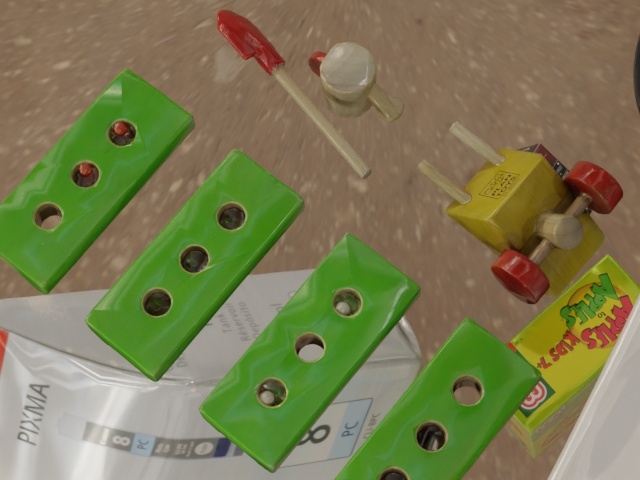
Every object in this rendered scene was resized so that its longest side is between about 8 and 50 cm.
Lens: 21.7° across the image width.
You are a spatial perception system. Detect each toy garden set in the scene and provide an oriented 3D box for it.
[{"bbox_3d":[0.000,0.000,0.787,0.244,0.049,0.204,37,76,14],"label":"toy garden set"}]

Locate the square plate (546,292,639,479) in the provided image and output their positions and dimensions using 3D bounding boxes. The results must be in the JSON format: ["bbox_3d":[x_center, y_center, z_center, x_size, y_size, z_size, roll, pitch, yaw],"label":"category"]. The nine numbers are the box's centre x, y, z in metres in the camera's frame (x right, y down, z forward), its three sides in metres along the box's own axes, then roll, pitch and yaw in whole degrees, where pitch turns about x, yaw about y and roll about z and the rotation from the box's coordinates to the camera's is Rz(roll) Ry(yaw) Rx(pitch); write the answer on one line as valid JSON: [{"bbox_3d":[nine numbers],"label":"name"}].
[{"bbox_3d":[0.228,0.108,0.462,0.344,0.049,0.347,36,116,31],"label":"square plate"}]

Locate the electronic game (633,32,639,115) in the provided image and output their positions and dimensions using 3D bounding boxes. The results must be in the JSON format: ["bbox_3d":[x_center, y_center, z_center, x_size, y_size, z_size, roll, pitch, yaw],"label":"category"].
[{"bbox_3d":[0.332,-0.149,1.224,0.229,0.048,0.229,-12,127,-17],"label":"electronic game"}]

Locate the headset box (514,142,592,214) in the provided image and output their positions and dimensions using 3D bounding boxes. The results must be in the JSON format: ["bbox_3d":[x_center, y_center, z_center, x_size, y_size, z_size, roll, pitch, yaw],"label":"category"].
[{"bbox_3d":[0.183,-0.046,1.417,0.083,0.062,0.032,42,66,-17],"label":"headset box"}]

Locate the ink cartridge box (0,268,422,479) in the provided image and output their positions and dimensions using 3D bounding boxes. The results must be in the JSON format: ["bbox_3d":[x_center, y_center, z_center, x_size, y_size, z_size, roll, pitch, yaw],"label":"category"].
[{"bbox_3d":[-0.160,0.166,0.962,0.385,0.091,0.308,-6,136,-28],"label":"ink cartridge box"}]

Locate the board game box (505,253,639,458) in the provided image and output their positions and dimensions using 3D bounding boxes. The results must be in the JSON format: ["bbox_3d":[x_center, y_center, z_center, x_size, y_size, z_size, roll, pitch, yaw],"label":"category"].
[{"bbox_3d":[0.138,0.069,0.927,0.092,0.181,0.043,-42,76,-2],"label":"board game box"}]
